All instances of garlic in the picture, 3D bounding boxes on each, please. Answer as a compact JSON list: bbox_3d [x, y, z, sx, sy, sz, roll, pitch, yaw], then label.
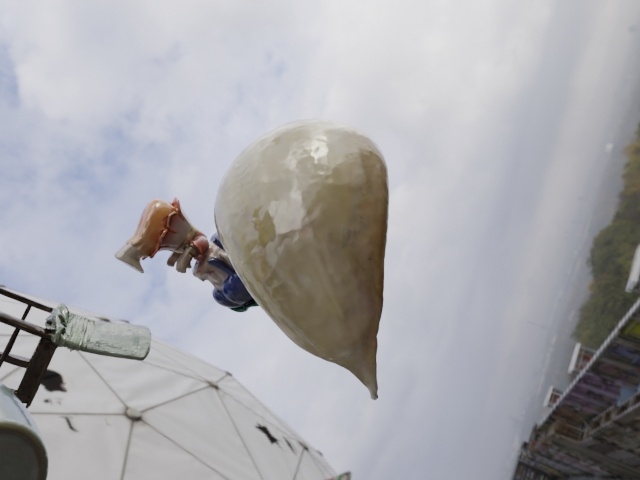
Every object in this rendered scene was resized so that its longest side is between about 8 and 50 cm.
[{"bbox_3d":[-0.004,-0.008,0.406,0.245,0.145,0.164,-102,-10,-56],"label":"garlic"}]

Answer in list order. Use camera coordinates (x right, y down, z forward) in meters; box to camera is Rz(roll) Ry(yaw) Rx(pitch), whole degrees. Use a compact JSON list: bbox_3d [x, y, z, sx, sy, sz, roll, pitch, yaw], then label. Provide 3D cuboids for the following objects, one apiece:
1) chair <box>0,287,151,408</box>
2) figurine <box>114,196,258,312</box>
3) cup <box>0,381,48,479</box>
[{"bbox_3d":[-0.531,0.223,0.996,0.319,0.160,0.186,25,-87,-24],"label":"chair"},{"bbox_3d":[-0.122,0.018,0.573,0.195,0.111,0.102,29,-98,-25],"label":"figurine"},{"bbox_3d":[-0.457,0.268,0.553,0.258,0.234,0.187,-37,-62,-42],"label":"cup"}]
